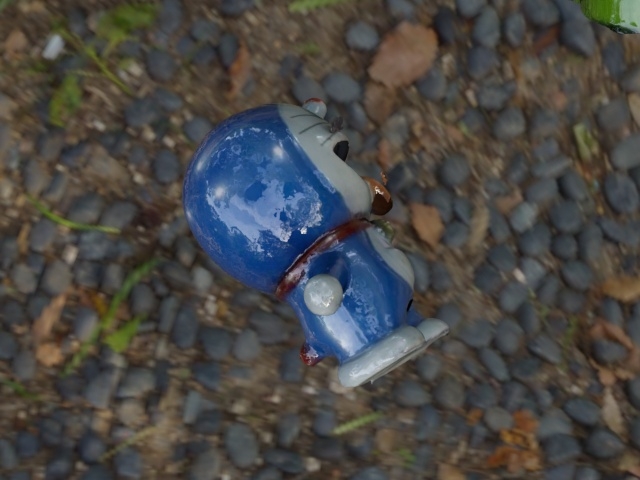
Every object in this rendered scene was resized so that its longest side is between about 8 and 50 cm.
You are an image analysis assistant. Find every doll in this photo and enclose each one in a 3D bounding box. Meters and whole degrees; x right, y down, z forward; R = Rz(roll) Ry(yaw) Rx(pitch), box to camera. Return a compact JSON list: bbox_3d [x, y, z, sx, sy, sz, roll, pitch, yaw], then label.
[{"bbox_3d":[0.000,0.000,1.370,0.161,0.215,0.257,-42,81,6],"label":"doll"}]

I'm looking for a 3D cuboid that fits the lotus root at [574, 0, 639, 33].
[{"bbox_3d":[0.207,-0.192,0.794,0.186,0.186,0.186,-2,80,14],"label":"lotus root"}]
